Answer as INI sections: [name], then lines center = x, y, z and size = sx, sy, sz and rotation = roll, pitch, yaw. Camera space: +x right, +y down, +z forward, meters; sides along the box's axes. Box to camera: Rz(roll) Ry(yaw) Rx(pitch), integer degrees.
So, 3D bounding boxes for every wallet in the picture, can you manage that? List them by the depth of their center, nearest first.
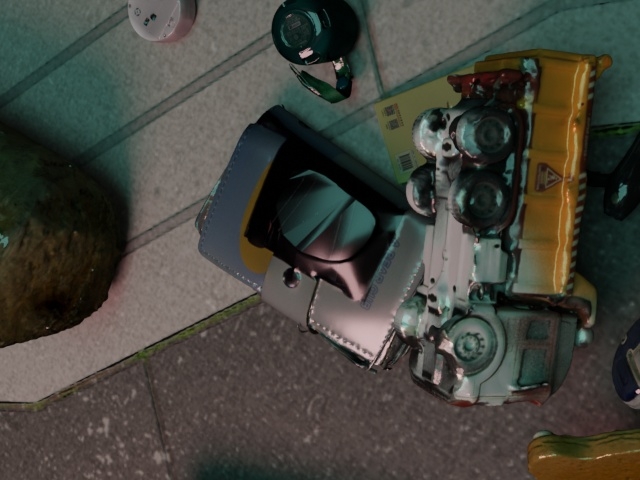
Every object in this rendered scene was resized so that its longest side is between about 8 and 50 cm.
[wallet]
center = 0.000, 0.000, 0.853
size = 0.231, 0.069, 0.170
rotation = 35, 107, 24

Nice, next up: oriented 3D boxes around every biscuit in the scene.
[biscuit]
center = 0.279, 0.156, 0.686
size = 0.240, 0.158, 0.035
rotation = -21, 44, 34

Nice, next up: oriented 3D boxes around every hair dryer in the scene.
[hair dryer]
center = 0.225, -0.063, 0.761
size = 0.083, 0.031, 0.079
rotation = 23, 93, 32

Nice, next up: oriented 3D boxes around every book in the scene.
[book]
center = 0.107, -0.101, 0.822
size = 0.110, 0.014, 0.077
rotation = -17, 88, 27

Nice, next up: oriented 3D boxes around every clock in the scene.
[clock]
center = -0.145, -0.258, 0.924
size = 0.087, 0.041, 0.129
rotation = 49, 117, 12

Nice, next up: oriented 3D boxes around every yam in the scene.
[yam]
center = -0.356, -0.030, 0.968
size = 0.300, 0.195, 0.195
rotation = 31, 107, 22

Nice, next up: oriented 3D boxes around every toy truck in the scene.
[toy truck]
center = 0.141, -0.011, 0.737
size = 0.114, 0.135, 0.271
rotation = -159, 73, -71

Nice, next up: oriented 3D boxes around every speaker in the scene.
[speaker]
center = -0.004, -0.170, 0.840
size = 0.060, 0.075, 0.095
rotation = 6, 106, 26

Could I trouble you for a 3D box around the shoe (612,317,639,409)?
[shoe]
center = 0.316, 0.066, 0.696
size = 0.106, 0.091, 0.207
rotation = 37, 110, -10
